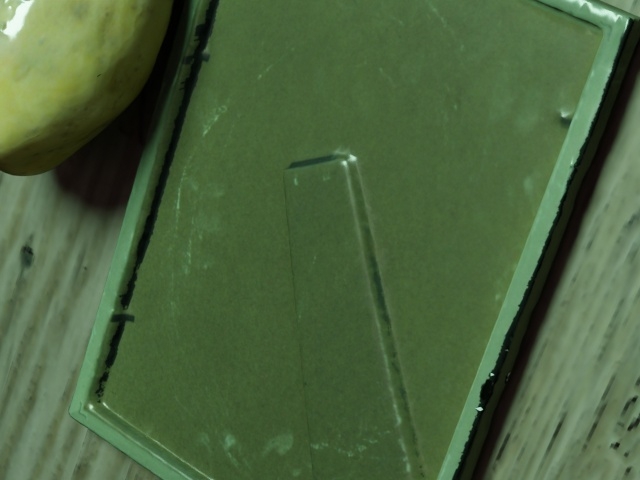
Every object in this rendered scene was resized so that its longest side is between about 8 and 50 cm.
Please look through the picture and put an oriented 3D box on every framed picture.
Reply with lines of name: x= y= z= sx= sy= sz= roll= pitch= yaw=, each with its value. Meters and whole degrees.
framed picture: x=0.000 y=0.000 z=0.827 sx=0.247 sy=0.022 sz=0.335 roll=29 pitch=112 yaw=30

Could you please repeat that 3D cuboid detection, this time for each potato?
potato: x=-0.137 y=-0.116 z=0.861 sx=0.109 sy=0.118 sz=0.178 roll=26 pitch=100 yaw=-6
